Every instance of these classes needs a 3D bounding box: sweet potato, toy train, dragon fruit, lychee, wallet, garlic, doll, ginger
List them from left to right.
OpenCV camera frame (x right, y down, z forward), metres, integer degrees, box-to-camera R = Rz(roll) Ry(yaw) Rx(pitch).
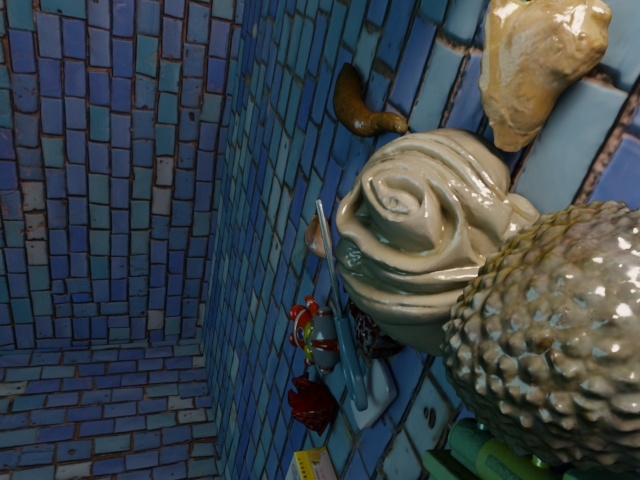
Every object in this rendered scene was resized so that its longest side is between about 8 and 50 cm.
[{"bbox_3d":[-0.040,0.450,1.363,0.192,0.122,0.092,-138,37,-58],"label":"dragon fruit"},{"bbox_3d":[-0.013,0.254,1.307,0.336,0.105,0.199,-177,88,-69],"label":"doll"},{"bbox_3d":[-0.008,0.000,1.353,0.084,0.066,0.152,133,136,-56],"label":"garlic"},{"bbox_3d":[0.088,-0.300,1.120,0.108,0.079,0.346,-60,37,28],"label":"sweet potato"},{"bbox_3d":[0.114,0.345,1.091,0.095,0.033,0.190,-109,30,-43],"label":"wallet"},{"bbox_3d":[0.257,0.344,0.606,0.369,0.150,0.237,-163,83,-67],"label":"toy train"},{"bbox_3d":[0.283,-0.205,0.615,0.123,0.115,0.193,23,123,49],"label":"ginger"},{"bbox_3d":[0.256,0.088,0.481,0.255,0.274,0.255,-11,-90,-83],"label":"lychee"}]

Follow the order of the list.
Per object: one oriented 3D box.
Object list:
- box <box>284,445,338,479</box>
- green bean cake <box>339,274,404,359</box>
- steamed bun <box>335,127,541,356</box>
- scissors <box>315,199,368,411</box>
[{"bbox_3d":[-0.034,0.715,1.351,0.168,0.097,0.265,-119,37,-50],"label":"box"},{"bbox_3d":[0.117,0.090,1.006,0.232,0.097,0.198,-112,32,-43],"label":"green bean cake"},{"bbox_3d":[0.135,-0.012,0.742,0.324,0.219,0.309,-50,46,32],"label":"steamed bun"},{"bbox_3d":[0.038,0.133,1.052,0.192,0.029,0.447,-163,62,-85],"label":"scissors"}]
